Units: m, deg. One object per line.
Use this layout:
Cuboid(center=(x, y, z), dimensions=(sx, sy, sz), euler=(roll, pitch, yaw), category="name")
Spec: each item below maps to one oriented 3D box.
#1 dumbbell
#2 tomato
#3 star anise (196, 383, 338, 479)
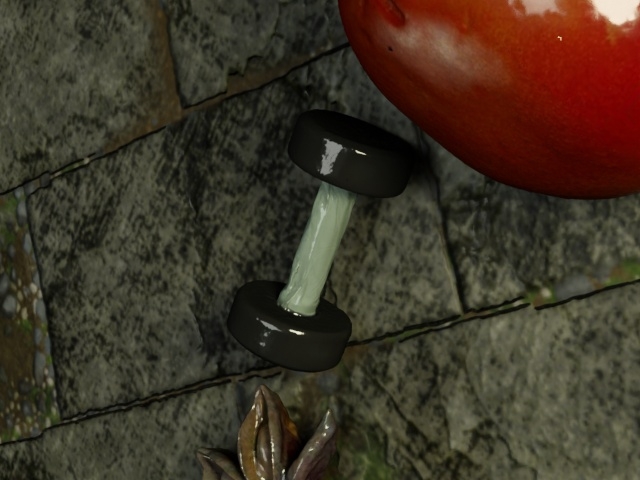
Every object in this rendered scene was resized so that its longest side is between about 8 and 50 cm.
Cuboid(center=(0.000, 0.000, 1.035), dimensions=(0.100, 0.100, 0.191), euler=(33, 111, 34), category="dumbbell")
Cuboid(center=(0.147, -0.168, 0.828), dimensions=(0.298, 0.226, 0.299), euler=(0, 90, 43), category="tomato")
Cuboid(center=(-0.036, 0.237, 1.091), dimensions=(0.197, 0.073, 0.212), euler=(-37, 66, 30), category="star anise")
